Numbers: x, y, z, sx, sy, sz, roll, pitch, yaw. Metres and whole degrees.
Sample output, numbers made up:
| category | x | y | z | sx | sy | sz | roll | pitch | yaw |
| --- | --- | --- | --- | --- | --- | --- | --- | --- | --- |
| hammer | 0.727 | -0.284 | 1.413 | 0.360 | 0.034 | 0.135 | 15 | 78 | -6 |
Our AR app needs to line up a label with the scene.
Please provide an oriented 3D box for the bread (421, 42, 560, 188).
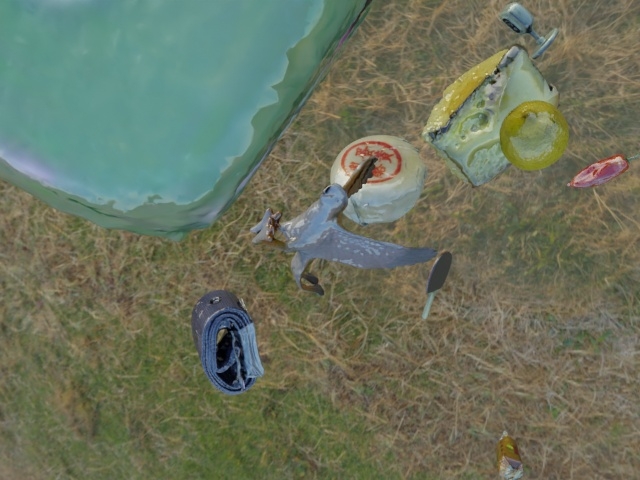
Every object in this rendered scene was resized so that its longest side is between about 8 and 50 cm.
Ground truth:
| category | x | y | z | sx | sy | sz | roll | pitch | yaw |
| --- | --- | --- | --- | --- | --- | --- | --- | --- | --- |
| bread | 0.355 | -0.255 | 1.091 | 0.262 | 0.162 | 0.204 | -42 | 109 | 16 |

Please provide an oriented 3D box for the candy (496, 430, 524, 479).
| category | x | y | z | sx | sy | sz | roll | pitch | yaw |
| --- | --- | --- | --- | --- | --- | --- | --- | --- | --- |
| candy | 0.356 | 0.413 | 0.974 | 0.046 | 0.182 | 0.053 | 9 | 101 | 14 |

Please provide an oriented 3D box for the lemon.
| category | x | y | z | sx | sy | sz | roll | pitch | yaw |
| --- | --- | --- | --- | --- | --- | --- | --- | --- | --- |
| lemon | 0.201 | -0.097 | 0.488 | 0.062 | 0.083 | 0.062 | -10 | 68 | 25 |

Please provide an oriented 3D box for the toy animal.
| category | x | y | z | sx | sy | sz | roll | pitch | yaw |
| --- | --- | --- | --- | --- | --- | --- | --- | --- | --- |
| toy animal | -0.014 | -0.003 | 0.871 | 0.284 | 0.302 | 0.225 | -41 | 61 | 31 |

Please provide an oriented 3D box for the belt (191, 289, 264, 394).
| category | x | y | z | sx | sy | sz | roll | pitch | yaw |
| --- | --- | --- | --- | --- | --- | --- | --- | --- | --- |
| belt | -0.202 | 0.231 | 1.150 | 0.126 | 0.139 | 0.230 | -139 | 37 | -57 |

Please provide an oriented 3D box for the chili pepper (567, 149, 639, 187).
| category | x | y | z | sx | sy | sz | roll | pitch | yaw |
| --- | --- | --- | --- | --- | --- | --- | --- | --- | --- |
| chili pepper | 0.734 | -0.180 | 1.339 | 0.191 | 0.050 | 0.059 | -28 | 77 | 41 |

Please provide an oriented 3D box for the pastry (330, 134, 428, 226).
| category | x | y | z | sx | sy | sz | roll | pitch | yaw |
| --- | --- | --- | --- | --- | --- | --- | --- | --- | --- |
| pastry | 0.147 | -0.160 | 1.328 | 0.265 | 0.265 | 0.133 | 17 | 145 | 18 |

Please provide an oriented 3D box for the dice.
| category | x | y | z | sx | sy | sz | roll | pitch | yaw |
| --- | --- | --- | --- | --- | --- | --- | --- | --- | --- |
| dice | -0.136 | -0.217 | 0.426 | 0.322 | 0.318 | 0.330 | 37 | 113 | -9 |

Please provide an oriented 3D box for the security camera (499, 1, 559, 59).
| category | x | y | z | sx | sy | sz | roll | pitch | yaw |
| --- | --- | --- | --- | --- | --- | --- | --- | --- | --- |
| security camera | 0.326 | -0.339 | 0.828 | 0.092 | 0.058 | 0.058 | 35 | 116 | -4 |

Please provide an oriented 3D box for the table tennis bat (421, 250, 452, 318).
| category | x | y | z | sx | sy | sz | roll | pitch | yaw |
| --- | --- | --- | --- | --- | --- | --- | --- | --- | --- |
| table tennis bat | 0.243 | 0.095 | 1.098 | 0.013 | 0.087 | 0.156 | 26 | 110 | 32 |
